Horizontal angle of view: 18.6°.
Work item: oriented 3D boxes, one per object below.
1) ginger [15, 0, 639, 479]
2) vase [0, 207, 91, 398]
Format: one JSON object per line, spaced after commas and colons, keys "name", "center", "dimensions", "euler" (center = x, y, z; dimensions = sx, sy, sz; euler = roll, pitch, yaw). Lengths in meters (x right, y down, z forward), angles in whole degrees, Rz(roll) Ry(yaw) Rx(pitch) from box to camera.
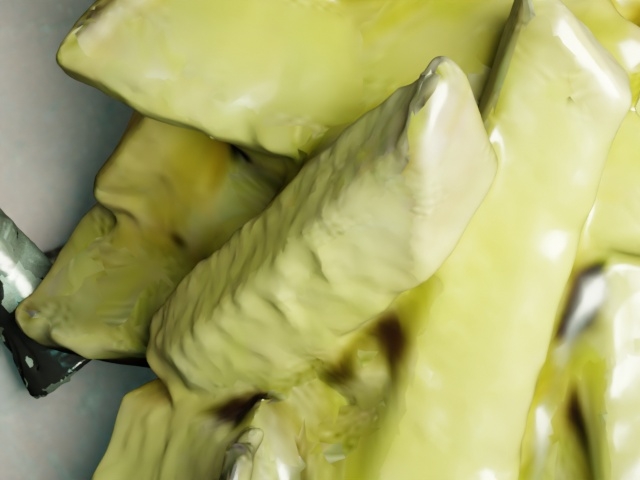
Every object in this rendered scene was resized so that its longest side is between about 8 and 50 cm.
{"name": "ginger", "center": [0.000, 0.000, 0.768], "dimensions": [0.358, 0.211, 0.413], "euler": [-31, 62, 17]}
{"name": "vase", "center": [-0.169, -0.003, 0.958], "dimensions": [0.059, 0.059, 0.167], "euler": [-37, 100, 2]}
